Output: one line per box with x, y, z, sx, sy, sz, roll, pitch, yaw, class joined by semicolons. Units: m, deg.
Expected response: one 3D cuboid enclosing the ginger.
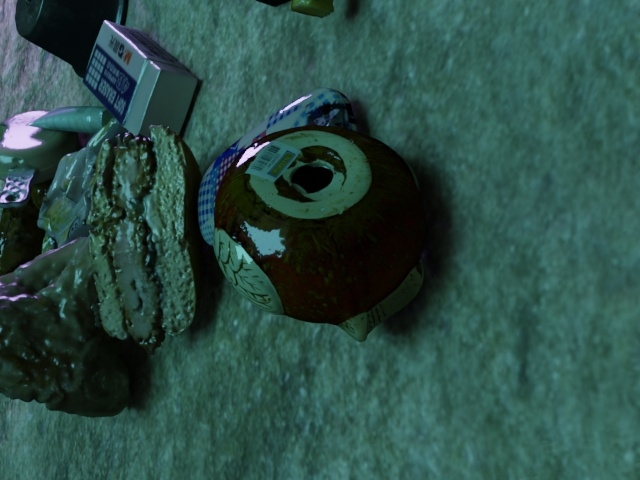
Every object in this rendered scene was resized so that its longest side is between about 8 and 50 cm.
-0.581;-0.007;1.999;0.309;0.107;0.133;-63;35;17;ginger

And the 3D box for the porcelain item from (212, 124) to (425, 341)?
0.000;0.000;1.156;0.253;0.253;0.253;-16;69;51;porcelain item

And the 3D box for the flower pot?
-0.478;-0.433;1.926;0.235;0.148;0.235;-19;66;50;flower pot

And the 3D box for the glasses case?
-0.065;-0.090;1.351;0.327;0.076;0.125;-28;59;46;glasses case

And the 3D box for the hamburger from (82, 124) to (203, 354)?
-0.247;-0.014;1.495;0.245;0.155;0.282;-81;-14;-54;hamburger

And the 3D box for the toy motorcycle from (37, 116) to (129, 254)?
-0.411;-0.077;1.792;0.340;0.108;0.223;-45;41;37;toy motorcycle

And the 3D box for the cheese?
-0.539;-0.145;1.888;0.286;0.163;0.082;-87;-7;-55;cheese

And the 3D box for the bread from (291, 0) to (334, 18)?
0.021;-0.393;1.298;0.049;0.088;0.226;9;90;50;bread

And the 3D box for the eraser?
-0.304;-0.264;1.707;0.279;0.081;0.124;43;115;49;eraser

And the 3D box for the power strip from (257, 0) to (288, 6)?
-0.047;-0.352;1.420;0.111;0.038;0.029;-6;76;52;power strip

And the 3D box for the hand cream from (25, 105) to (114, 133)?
-0.445;-0.221;1.869;0.205;0.078;0.050;8;126;37;hand cream

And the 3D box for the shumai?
-0.410;0.104;1.593;0.262;0.314;0.267;-68;25;9;shumai
